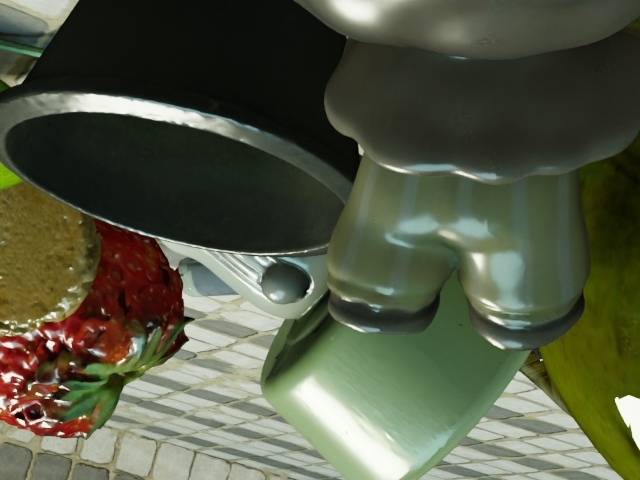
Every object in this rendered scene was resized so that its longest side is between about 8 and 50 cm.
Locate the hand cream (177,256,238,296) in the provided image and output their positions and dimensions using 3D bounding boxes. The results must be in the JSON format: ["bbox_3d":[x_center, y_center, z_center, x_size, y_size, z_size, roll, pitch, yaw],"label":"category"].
[{"bbox_3d":[-0.053,0.033,1.640,0.255,0.048,0.079,-7,159,41],"label":"hand cream"}]

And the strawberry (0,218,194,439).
[{"bbox_3d":[-0.293,0.053,1.583,0.288,0.250,0.238,45,145,15],"label":"strawberry"}]

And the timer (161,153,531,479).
[{"bbox_3d":[0.000,0.000,1.204,0.315,0.291,0.291,36,159,-7],"label":"timer"}]

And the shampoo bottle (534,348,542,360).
[{"bbox_3d":[0.294,0.062,1.291,0.309,0.071,0.098,8,132,-48],"label":"shampoo bottle"}]

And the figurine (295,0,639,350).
[{"bbox_3d":[0.057,-0.121,0.639,0.248,0.203,0.381,14,128,24],"label":"figurine"}]

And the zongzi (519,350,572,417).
[{"bbox_3d":[0.180,0.096,1.455,0.187,0.184,0.084,15,128,2],"label":"zongzi"}]

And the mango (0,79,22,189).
[{"bbox_3d":[-0.390,-0.110,1.241,0.343,0.156,0.192,9,170,-3],"label":"mango"}]

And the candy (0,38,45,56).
[{"bbox_3d":[-0.201,-0.144,1.192,0.202,0.061,0.061,15,165,21],"label":"candy"}]

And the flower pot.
[{"bbox_3d":[-0.077,-0.105,1.015,0.269,0.166,0.269,12,160,5],"label":"flower pot"}]

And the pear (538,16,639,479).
[{"bbox_3d":[0.278,0.014,0.832,0.352,0.352,0.413,13,165,-1],"label":"pear"}]

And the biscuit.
[{"bbox_3d":[-0.309,-0.014,1.429,0.226,0.226,0.042,8,-166,14],"label":"biscuit"}]
